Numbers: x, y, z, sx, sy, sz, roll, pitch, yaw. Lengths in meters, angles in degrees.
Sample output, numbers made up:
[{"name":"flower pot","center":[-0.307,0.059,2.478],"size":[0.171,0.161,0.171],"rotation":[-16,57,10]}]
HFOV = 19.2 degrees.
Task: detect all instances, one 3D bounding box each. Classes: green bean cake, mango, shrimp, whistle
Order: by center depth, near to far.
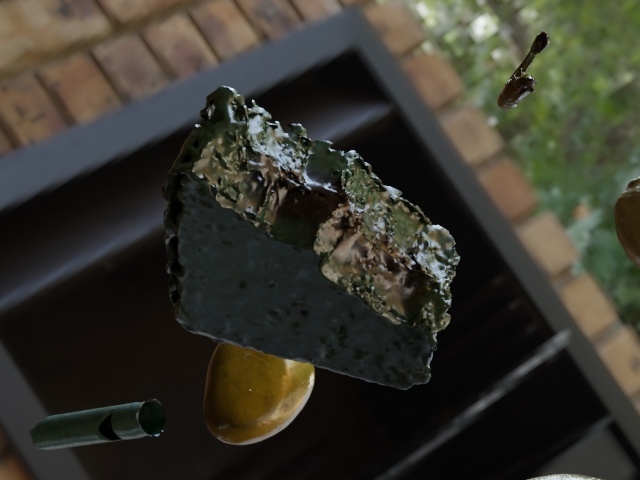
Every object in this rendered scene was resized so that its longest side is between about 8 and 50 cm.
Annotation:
[{"name":"green bean cake","center":[0.000,0.000,1.329],"size":[0.193,0.208,0.107],"rotation":[98,-167,-52]},{"name":"shrimp","center":[0.199,-0.165,1.813],"size":[0.083,0.023,0.114],"rotation":[-60,4,-5]},{"name":"whistle","center":[-0.229,0.188,1.926],"size":[0.186,0.039,0.039],"rotation":[-12,12,45]},{"name":"mango","center":[-0.084,0.185,2.390],"size":[0.098,0.137,0.195],"rotation":[90,-155,-43]}]

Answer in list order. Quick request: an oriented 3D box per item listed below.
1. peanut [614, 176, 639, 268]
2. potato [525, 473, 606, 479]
[{"name":"peanut","center":[0.294,-0.028,1.403],"size":[0.159,0.109,0.140],"rotation":[-19,-18,-10]},{"name":"potato","center":[0.182,0.299,1.718],"size":[0.243,0.098,0.138],"rotation":[-36,26,-4]}]
